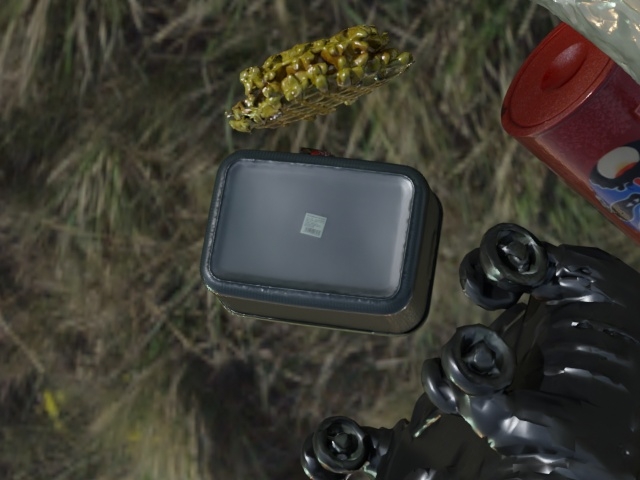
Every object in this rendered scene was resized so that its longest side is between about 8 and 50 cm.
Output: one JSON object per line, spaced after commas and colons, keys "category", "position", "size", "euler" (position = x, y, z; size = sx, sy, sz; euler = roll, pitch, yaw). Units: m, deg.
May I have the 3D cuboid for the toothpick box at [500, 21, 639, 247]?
{"category": "toothpick box", "position": [0.399, -0.105, 1.544], "size": [0.333, 0.204, 0.204], "euler": [36, 122, -21]}

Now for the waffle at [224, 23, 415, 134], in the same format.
{"category": "waffle", "position": [-0.011, -0.177, 1.441], "size": [0.197, 0.070, 0.193], "euler": [-20, 178, -21]}

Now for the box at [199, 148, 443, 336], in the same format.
{"category": "box", "position": [0.000, 0.000, 1.148], "size": [0.201, 0.144, 0.090], "euler": [8, 168, 12]}

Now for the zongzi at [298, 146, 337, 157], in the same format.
{"category": "zongzi", "position": [0.020, -0.084, 1.627], "size": [0.073, 0.083, 0.067], "euler": [-23, 164, 11]}

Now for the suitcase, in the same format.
{"category": "suitcase", "position": [0.203, 0.197, 0.645], "size": [0.434, 0.194, 0.283], "euler": [28, 142, -6]}

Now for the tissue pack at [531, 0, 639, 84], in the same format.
{"category": "tissue pack", "position": [0.346, -0.212, 0.794], "size": [0.390, 0.195, 0.375], "euler": [35, 91, 5]}
